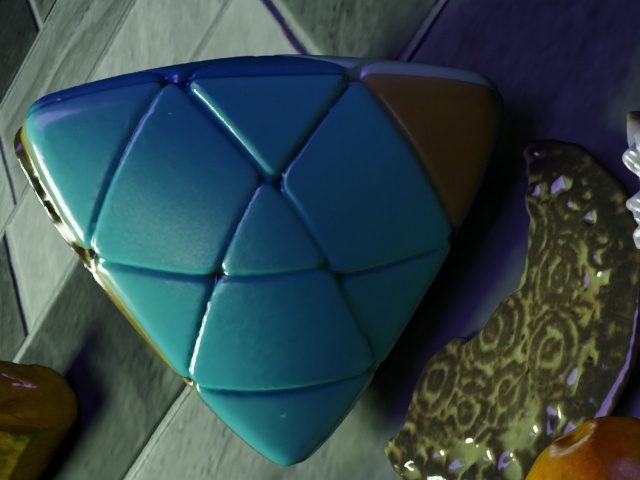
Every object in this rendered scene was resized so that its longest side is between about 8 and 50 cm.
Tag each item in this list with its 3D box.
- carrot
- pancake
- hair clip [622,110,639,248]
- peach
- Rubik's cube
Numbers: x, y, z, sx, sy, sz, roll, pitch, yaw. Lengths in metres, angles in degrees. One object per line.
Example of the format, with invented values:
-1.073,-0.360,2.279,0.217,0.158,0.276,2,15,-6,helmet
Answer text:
-0.317,0.231,1.057,0.301,0.114,0.114,-55,35,19,carrot
0.092,0.048,0.640,0.190,0.020,0.184,-41,42,35,pancake
0.190,0.007,0.469,0.292,0.085,0.106,44,152,58,hair clip
0.118,0.116,0.496,0.101,0.101,0.100,-33,47,43,peach
0.000,0.000,0.698,0.254,0.254,0.254,-33,47,43,Rubik's cube
